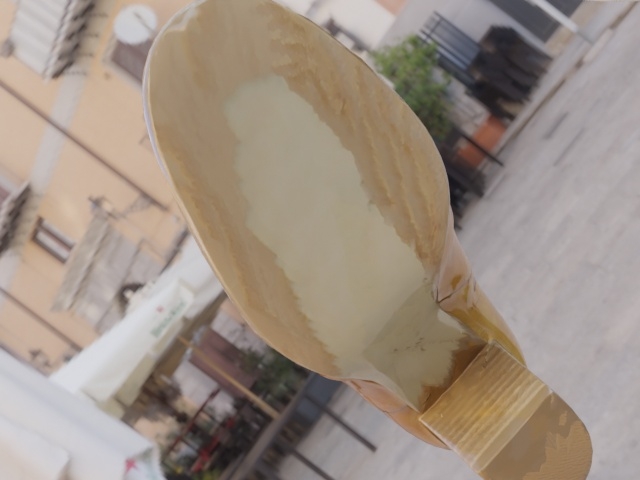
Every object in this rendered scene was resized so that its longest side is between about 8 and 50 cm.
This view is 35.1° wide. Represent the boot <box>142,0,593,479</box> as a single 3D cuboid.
[{"bbox_3d":[0.001,0.000,0.501,0.104,0.295,0.211,-43,26,-4],"label":"boot"}]
